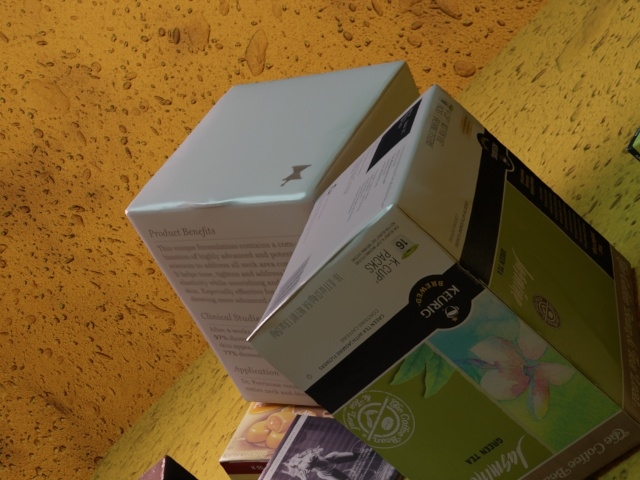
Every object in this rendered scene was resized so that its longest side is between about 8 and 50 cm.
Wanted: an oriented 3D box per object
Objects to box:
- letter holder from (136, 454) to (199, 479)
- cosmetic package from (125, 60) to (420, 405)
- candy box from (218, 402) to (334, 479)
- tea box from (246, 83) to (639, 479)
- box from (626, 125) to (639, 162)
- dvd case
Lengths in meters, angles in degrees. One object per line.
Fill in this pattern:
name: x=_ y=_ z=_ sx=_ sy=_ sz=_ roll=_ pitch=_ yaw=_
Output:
letter holder: x=-0.264 y=0.516 z=1.495 sx=0.214 sy=0.152 sz=0.302 roll=-39 pitch=22 yaw=15
cosmetic package: x=0.000 y=0.000 z=1.472 sx=0.329 sy=0.393 sz=0.327 roll=-1 pitch=39 yaw=36
candy box: x=-0.008 y=0.256 z=1.571 sx=0.183 sy=0.087 sz=0.316 roll=-10 pitch=33 yaw=32
tea box: x=0.145 y=0.062 z=1.034 sx=0.220 sy=0.323 sz=0.329 roll=-45 pitch=9 yaw=28
box: x=0.473 y=-0.157 z=1.185 sx=0.087 sy=0.058 sz=0.232 roll=-55 pitch=9 yaw=-27
dvd case: x=0.015 y=0.312 z=1.344 sx=0.221 sy=0.018 sz=0.164 roll=-2 pitch=42 yaw=40
